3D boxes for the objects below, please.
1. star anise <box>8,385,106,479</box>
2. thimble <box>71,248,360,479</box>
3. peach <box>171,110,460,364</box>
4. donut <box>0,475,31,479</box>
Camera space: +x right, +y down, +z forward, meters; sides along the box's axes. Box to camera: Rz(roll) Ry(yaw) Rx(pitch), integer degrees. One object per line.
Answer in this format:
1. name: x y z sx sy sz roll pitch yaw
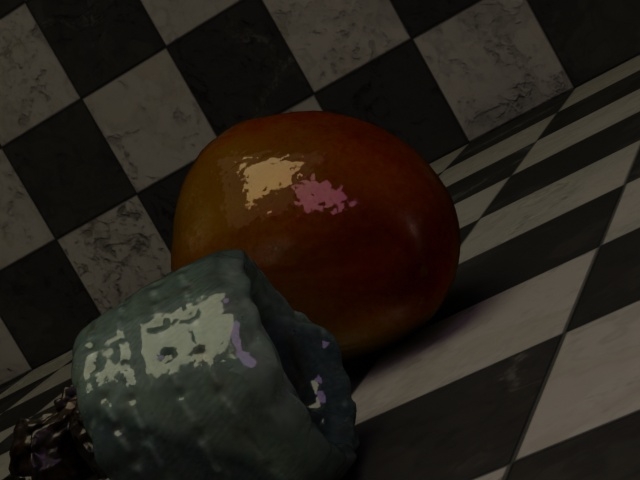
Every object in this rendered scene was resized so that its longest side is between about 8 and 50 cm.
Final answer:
1. star anise: -0.279 0.222 1.715 0.236 0.109 0.223 -30 10 -26
2. thimble: -0.078 0.119 1.101 0.172 0.205 0.250 -29 12 8
3. peach: 0.000 -0.005 1.466 0.308 0.289 0.289 -33 2 46
4. donut: -0.301 0.306 1.148 0.272 0.107 0.272 -30 11 6
